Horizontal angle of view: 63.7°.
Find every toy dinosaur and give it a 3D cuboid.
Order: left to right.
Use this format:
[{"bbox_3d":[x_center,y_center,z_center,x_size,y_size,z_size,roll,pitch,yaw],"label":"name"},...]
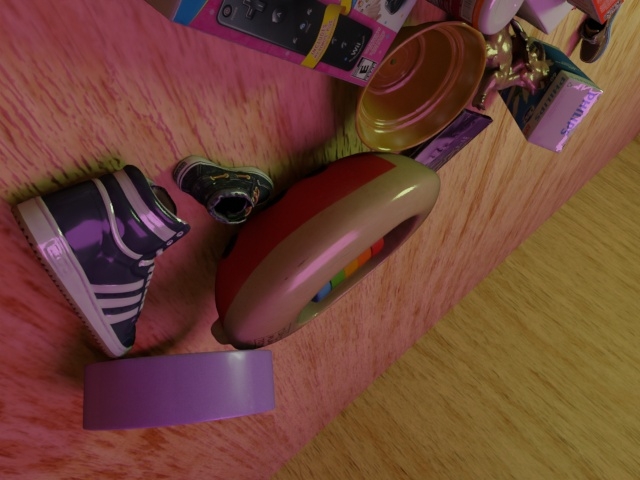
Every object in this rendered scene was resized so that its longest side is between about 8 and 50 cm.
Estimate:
[{"bbox_3d":[0.279,-0.332,0.856,0.200,0.127,0.295,-51,145,-3],"label":"toy dinosaur"}]

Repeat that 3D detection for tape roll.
[{"bbox_3d":[-0.207,0.221,0.776,0.274,0.090,0.275,-6,166,-1],"label":"tape roll"}]

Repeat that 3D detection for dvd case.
[{"bbox_3d":[0.244,-0.184,1.073,0.221,0.018,0.164,-43,161,32],"label":"dvd case"}]

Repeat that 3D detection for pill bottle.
[{"bbox_3d":[0.176,-0.331,0.645,0.086,0.152,0.086,-36,154,-21],"label":"pill bottle"}]

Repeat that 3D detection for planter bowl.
[{"bbox_3d":[0.126,-0.242,0.756,0.217,0.090,0.217,-23,149,-14],"label":"planter bowl"}]

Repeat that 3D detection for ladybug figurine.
[{"bbox_3d":[0.000,0.000,0.835,0.449,0.162,0.305,-36,164,-23],"label":"ladybug figurine"}]

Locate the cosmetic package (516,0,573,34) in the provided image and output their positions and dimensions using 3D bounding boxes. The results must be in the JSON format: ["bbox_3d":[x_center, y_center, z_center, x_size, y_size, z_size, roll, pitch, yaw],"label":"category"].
[{"bbox_3d":[0.375,-0.512,0.683,0.377,0.097,0.284,-50,150,20],"label":"cosmetic package"}]

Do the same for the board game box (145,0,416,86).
[{"bbox_3d":[-0.007,-0.289,0.493,0.303,0.097,0.224,-6,134,-53],"label":"board game box"}]

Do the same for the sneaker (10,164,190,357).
[{"bbox_3d":[-0.231,0.031,0.622,0.153,0.099,0.282,-32,149,-23],"label":"sneaker"}]

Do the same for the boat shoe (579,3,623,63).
[{"bbox_3d":[0.670,-0.517,1.258,0.066,0.066,0.183,-28,140,-24],"label":"boat shoe"}]

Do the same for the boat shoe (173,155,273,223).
[{"bbox_3d":[-0.109,-0.057,0.696,0.065,0.083,0.183,-54,154,18],"label":"boat shoe"}]

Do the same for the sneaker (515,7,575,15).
[{"bbox_3d":[0.404,-0.434,0.892,0.161,0.057,0.075,-24,138,-19],"label":"sneaker"}]

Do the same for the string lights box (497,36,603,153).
[{"bbox_3d":[0.449,-0.299,1.034,0.260,0.076,0.134,-84,-165,-54],"label":"string lights box"}]

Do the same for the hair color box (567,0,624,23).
[{"bbox_3d":[0.369,-0.364,0.716,0.043,0.072,0.141,-49,149,22],"label":"hair color box"}]
